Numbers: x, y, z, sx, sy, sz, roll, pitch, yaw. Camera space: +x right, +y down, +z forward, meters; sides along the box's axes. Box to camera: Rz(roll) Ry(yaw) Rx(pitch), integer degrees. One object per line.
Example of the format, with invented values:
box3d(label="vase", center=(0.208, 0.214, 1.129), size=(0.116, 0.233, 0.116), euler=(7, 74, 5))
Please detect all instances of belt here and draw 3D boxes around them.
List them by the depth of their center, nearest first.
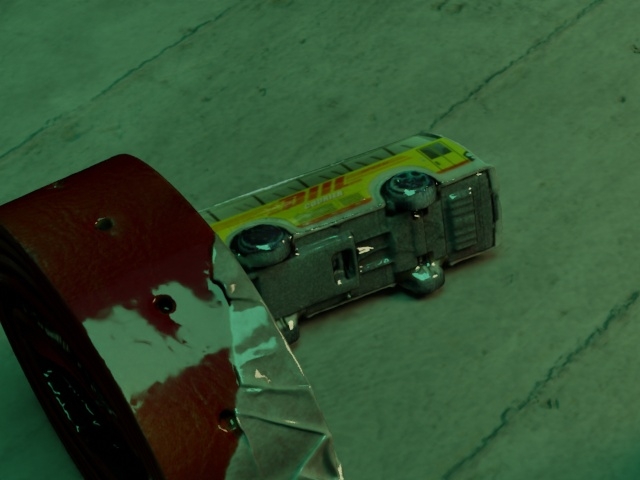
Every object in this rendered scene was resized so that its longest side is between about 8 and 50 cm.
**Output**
box3d(label="belt", center=(-0.102, 0.089, 1.146), size=(0.115, 0.227, 0.324), euler=(-27, 50, -19))

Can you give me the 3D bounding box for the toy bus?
box3d(label="toy bus", center=(0.000, 0.000, 1.344), size=(0.268, 0.092, 0.106), euler=(-20, 34, -17))
